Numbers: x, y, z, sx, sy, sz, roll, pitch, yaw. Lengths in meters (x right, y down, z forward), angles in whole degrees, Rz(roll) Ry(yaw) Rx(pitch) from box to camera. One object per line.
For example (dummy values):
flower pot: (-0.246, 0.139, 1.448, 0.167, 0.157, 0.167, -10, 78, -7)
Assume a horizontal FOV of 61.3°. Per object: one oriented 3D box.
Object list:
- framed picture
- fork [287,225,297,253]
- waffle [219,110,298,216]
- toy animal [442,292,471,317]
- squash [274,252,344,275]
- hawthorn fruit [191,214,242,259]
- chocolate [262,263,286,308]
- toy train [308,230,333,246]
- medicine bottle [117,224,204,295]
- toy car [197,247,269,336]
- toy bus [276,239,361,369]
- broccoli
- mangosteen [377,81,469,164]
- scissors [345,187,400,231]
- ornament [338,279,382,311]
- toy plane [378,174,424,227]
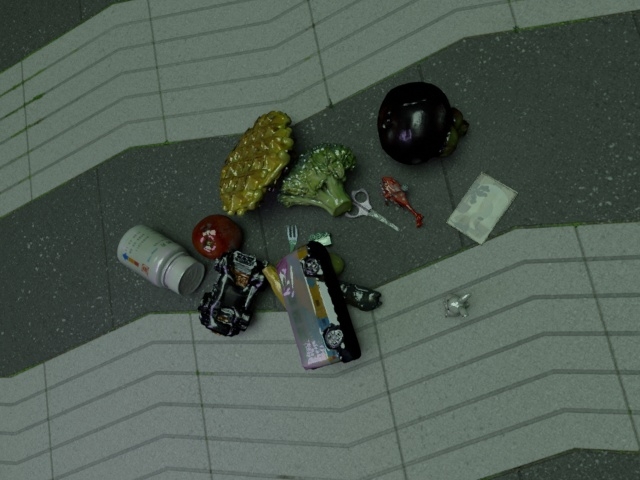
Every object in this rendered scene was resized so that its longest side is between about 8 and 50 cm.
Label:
framed picture: (0.514, -0.103, 1.721, 0.136, 0.010, 0.201, 35, 93, 20)
fork: (-0.105, 0.065, 1.882, 0.039, 0.021, 0.235, 1, 83, 21)
waffle: (-0.228, -0.267, 1.844, 0.380, 0.095, 0.382, -48, 34, 18)
toy animal: (0.412, 0.200, 1.645, 0.085, 0.124, 0.071, 7, 79, 16)
squash: (-0.044, 0.087, 1.817, 0.250, 0.083, 0.083, -4, 80, 11)
hawthorn fruit: (-0.366, -0.012, 1.896, 0.172, 0.173, 0.173, -3, 81, 17)
chocolate: (-0.112, 0.169, 1.792, 0.085, 0.086, 0.219, -34, 101, 9)
toy train: (0.000, 0.000, 1.852, 0.083, 0.033, 0.053, -16, 81, 15)
medicine bottle: (-0.573, 0.074, 1.945, 0.293, 0.170, 0.170, 29, 91, 20)
toy car: (-0.301, 0.180, 1.840, 0.193, 0.118, 0.301, 24, 93, -8)
toy bus: (-0.018, 0.202, 1.670, 0.162, 0.171, 0.387, -21, 76, 15)
broccoli: (-0.003, -0.182, 1.792, 0.248, 0.288, 0.246, -32, 80, -29)
mangosteen: (0.323, -0.375, 1.711, 0.287, 0.288, 0.233, -9, 118, 16)
scissors: (0.176, -0.090, 1.817, 0.212, 0.021, 0.110, 34, 94, 21)
ornament: (0.086, 0.259, 1.763, 0.202, 0.080, 0.236, 14, 83, 22)
toy plane: (0.270, -0.135, 1.758, 0.194, 0.126, 0.077, 38, 66, 20)
